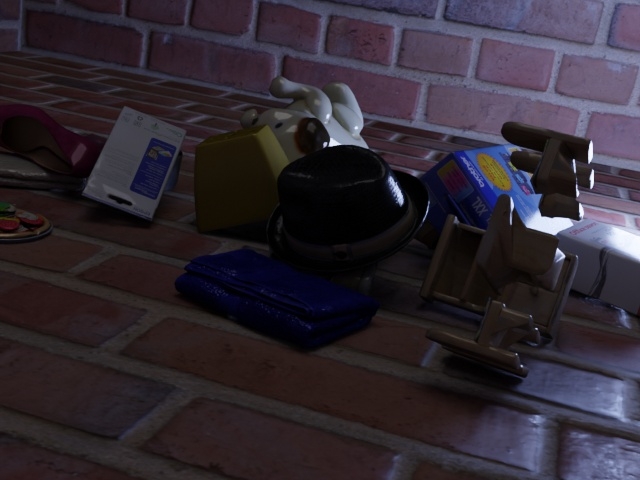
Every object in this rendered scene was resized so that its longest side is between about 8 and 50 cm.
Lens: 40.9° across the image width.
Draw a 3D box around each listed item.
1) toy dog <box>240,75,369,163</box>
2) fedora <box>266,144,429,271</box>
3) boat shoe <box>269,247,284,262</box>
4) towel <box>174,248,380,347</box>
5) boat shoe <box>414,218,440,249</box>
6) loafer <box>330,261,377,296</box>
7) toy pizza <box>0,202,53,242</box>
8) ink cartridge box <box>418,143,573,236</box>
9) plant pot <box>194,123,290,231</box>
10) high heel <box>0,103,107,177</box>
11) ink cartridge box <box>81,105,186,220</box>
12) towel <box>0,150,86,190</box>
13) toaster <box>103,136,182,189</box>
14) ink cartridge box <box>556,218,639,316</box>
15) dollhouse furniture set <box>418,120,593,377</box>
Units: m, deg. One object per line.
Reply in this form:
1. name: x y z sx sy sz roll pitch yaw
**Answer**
1. toy dog: -0.049 -0.229 2.241 0.285 0.395 0.408 -30 -7 22
2. fedora: 0.036 -0.089 1.661 0.334 0.152 0.334 -12 40 10
3. boat shoe: -0.001 -0.001 1.765 0.228 0.079 0.081 -16 32 17
4. towel: -0.075 0.088 1.529 0.308 0.076 0.228 20 21 32
5. boat shoe: 0.334 -0.025 2.061 0.325 0.123 0.116 -5 49 -39
6. loafer: 0.068 0.046 1.702 0.088 0.094 0.251 14 18 4
7. toy pizza: -0.644 -0.041 1.732 0.201 0.032 0.201 8 17 -2
8. ink cartridge box: 0.374 -0.062 1.907 0.396 0.151 0.270 -16 70 -52
9. plant pot: -0.177 -0.152 1.949 0.212 0.187 0.212 -10 14 10
10. high heel: -0.689 -0.238 2.039 0.378 0.127 0.181 11 21 12
11. ink cartridge box: -0.430 -0.166 1.983 0.166 0.065 0.332 22 43 -11
12. towel: -0.712 -0.168 2.083 0.282 0.049 0.187 5 19 -16
13. toaster: -0.470 -0.197 2.183 0.168 0.110 0.186 21 21 36
14. ink cartridge box: 0.664 0.063 1.884 0.283 0.117 0.207 24 23 30
15. dollhouse furniture set: 0.287 0.026 1.477 0.257 0.362 0.394 17 -9 22
